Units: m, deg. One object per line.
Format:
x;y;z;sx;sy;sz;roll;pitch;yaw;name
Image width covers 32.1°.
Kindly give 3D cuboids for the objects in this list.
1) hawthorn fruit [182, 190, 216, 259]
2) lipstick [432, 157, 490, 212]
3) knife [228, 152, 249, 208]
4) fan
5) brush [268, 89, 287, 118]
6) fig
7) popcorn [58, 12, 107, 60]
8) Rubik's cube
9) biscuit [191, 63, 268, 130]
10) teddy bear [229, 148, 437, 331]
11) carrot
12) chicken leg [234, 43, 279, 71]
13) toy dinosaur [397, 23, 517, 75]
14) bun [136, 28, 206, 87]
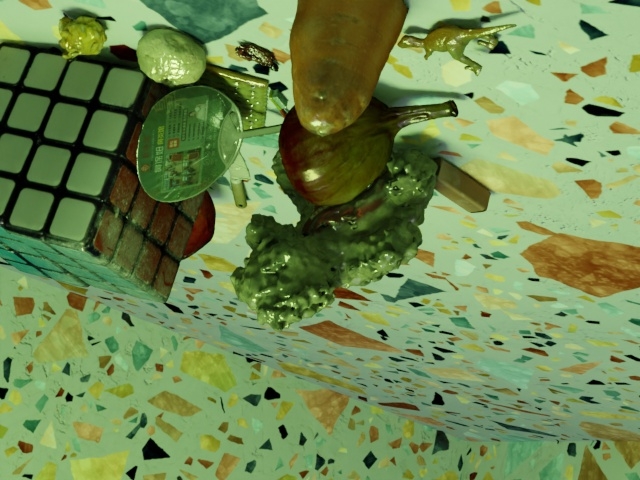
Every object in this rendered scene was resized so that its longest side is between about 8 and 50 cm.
-0.315;-0.069;2.323;0.190;0.189;0.251;12;158;9;hawthorn fruit
0.245;-0.098;2.010;0.145;0.045;0.045;29;159;-37;lipstick
-0.168;-0.132;2.289;0.047;0.017;0.298;11;158;7;knife
-0.195;-0.150;1.905;0.294;0.223;0.012;17;-158;-45;fan
-0.066;-0.231;1.908;0.021;0.018;0.083;-2;155;18;brush
0.074;-0.175;1.807;0.290;0.190;0.190;-23;156;2;fig
-0.394;-0.339;1.808;0.084;0.084;0.084;14;162;5;popcorn
-0.429;-0.114;2.009;0.337;0.343;0.344;12;162;22;Rubik's cube
-0.161;-0.244;1.954;0.139;0.016;0.231;15;163;-1;biscuit
0.000;0.000;1.937;0.357;0.367;0.224;9;130;37;teddy bear
0.026;-0.239;1.503;0.159;0.225;0.159;10;158;4;carrot
-0.096;-0.290;1.758;0.083;0.021;0.036;19;152;-25;chicken leg
0.184;-0.283;1.530;0.126;0.039;0.162;19;160;-6;toy dinosaur
-0.244;-0.290;1.799;0.115;0.069;0.115;12;160;4;bun
